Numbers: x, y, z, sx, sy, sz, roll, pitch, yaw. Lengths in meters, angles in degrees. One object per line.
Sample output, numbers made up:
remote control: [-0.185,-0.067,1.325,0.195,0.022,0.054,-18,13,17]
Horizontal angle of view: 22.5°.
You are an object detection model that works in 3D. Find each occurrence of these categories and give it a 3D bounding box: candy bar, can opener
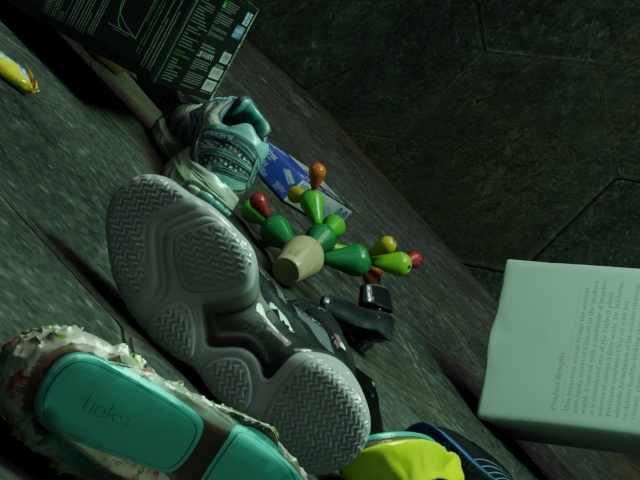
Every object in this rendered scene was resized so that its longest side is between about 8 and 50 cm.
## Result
candy bar: [-0.320,-0.183,1.479,0.161,0.018,0.040,38,10,-41]
can opener: [0.028,0.085,1.805,0.186,0.059,0.073,12,59,-60]

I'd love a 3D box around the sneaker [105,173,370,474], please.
sneaker: [-0.064,0.059,1.256,0.268,0.101,0.153,50,6,-4]

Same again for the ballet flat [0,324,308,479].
ballet flat: [-0.085,0.116,0.885,0.241,0.091,0.077,45,-16,-33]

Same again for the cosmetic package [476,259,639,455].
cosmetic package: [0.459,0.169,2.145,0.453,0.230,0.161,5,-16,29]

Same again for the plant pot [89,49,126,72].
plant pot: [-0.253,-0.261,2.033,0.081,0.083,0.081,35,13,-52]

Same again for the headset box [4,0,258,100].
headset box: [-0.243,-0.287,1.821,0.283,0.131,0.246,29,5,10]

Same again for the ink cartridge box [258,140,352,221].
ink cartridge box: [-0.031,-0.083,2.431,0.097,0.046,0.207,47,7,23]

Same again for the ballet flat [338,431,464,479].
ballet flat: [0.080,0.207,1.347,0.077,0.077,0.231,71,13,17]

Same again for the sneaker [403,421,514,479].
sneaker: [0.167,0.256,1.492,0.090,0.081,0.232,24,20,-51]

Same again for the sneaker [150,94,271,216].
sneaker: [-0.110,-0.110,1.829,0.110,0.122,0.283,42,7,-22]

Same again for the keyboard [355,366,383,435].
keyboard: [-0.011,0.120,1.508,0.192,0.038,0.100,40,32,-40]

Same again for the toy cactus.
toy cactus: [0.000,0.000,1.858,0.219,0.112,0.180,30,27,9]

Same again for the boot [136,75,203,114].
boot: [-0.190,-0.191,2.151,0.121,0.045,0.099,56,13,24]
